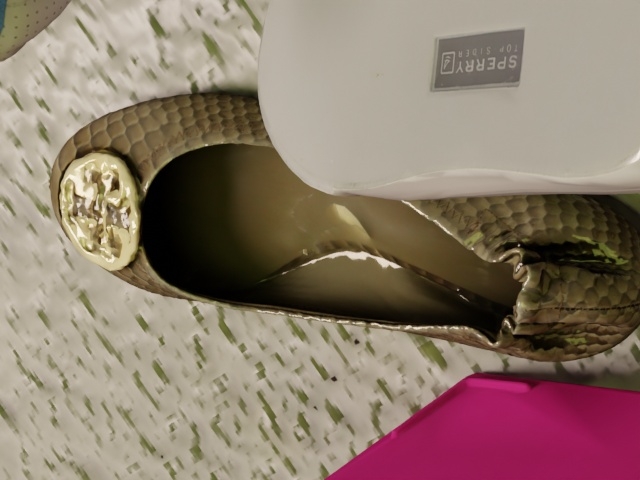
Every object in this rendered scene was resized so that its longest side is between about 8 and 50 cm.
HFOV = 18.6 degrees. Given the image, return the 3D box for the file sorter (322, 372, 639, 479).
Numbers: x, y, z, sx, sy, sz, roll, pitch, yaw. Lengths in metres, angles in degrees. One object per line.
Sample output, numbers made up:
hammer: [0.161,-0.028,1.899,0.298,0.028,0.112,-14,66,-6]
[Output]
file sorter: [0.091,0.176,0.592,0.290,0.202,0.182,0,120,60]

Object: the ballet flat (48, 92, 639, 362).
ballet flat: [0.000,0.000,0.713,0.250,0.058,0.084,12,117,25]

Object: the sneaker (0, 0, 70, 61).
sneaker: [-0.103,-0.136,0.555,0.130,0.323,0.236,7,104,-7]

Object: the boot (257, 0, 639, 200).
boot: [0.085,-0.048,0.619,0.258,0.123,0.095,17,98,60]
